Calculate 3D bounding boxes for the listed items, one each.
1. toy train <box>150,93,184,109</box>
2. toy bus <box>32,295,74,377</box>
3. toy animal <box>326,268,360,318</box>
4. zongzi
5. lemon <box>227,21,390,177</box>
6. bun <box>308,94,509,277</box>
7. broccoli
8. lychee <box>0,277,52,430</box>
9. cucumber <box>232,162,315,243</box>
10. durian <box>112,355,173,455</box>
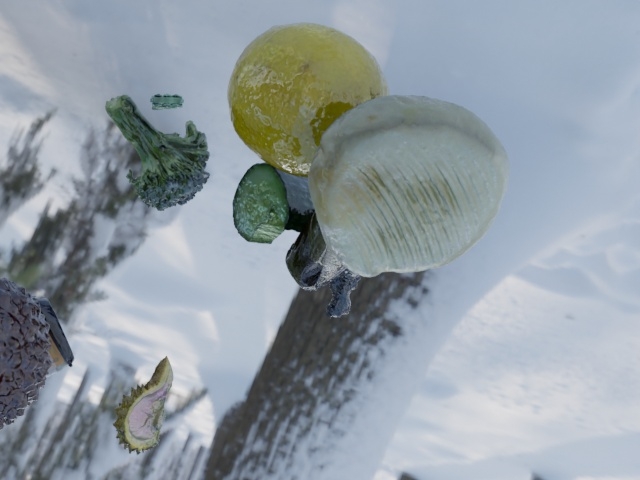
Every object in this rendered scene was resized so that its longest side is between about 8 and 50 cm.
[{"bbox_3d":[-0.385,-0.347,2.402,0.083,0.033,0.053,-1,172,-11],"label":"toy train"},{"bbox_3d":[-0.686,0.227,2.184,0.171,0.162,0.386,67,160,-7],"label":"toy bus"},{"bbox_3d":[0.065,0.037,2.308,0.168,0.106,0.343,57,146,24],"label":"toy animal"},{"bbox_3d":[0.000,0.000,2.025,0.138,0.286,0.300,54,-158,12],"label":"zongzi"},{"bbox_3d":[-0.024,-0.286,1.941,0.336,0.336,0.336,18,165,5],"label":"lemon"},{"bbox_3d":[0.154,-0.113,1.714,0.365,0.219,0.365,-3,128,-3],"label":"bun"},{"bbox_3d":[-0.333,-0.208,2.069,0.177,0.198,0.274,29,138,54],"label":"broccoli"},{"bbox_3d":[-0.664,0.207,1.820,0.306,0.330,0.306,-15,160,-5],"label":"lychee"},{"bbox_3d":[-0.109,-0.085,2.204,0.191,0.191,0.130,7,172,40],"label":"cucumber"},{"bbox_3d":[-0.392,0.355,2.108,0.078,0.224,0.140,12,166,42],"label":"durian"}]
